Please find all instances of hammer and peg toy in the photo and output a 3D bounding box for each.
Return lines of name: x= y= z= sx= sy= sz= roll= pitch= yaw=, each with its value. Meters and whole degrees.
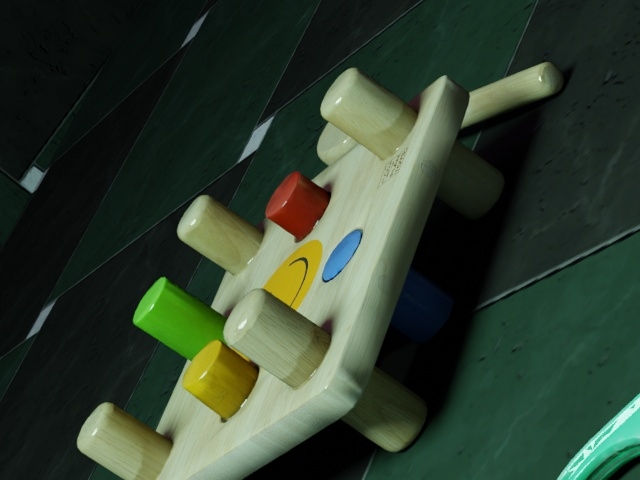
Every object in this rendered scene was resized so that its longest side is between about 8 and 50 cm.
hammer and peg toy: x=0.000 y=0.000 z=1.199 sx=0.266 sy=0.127 sz=0.361 roll=-37 pitch=24 yaw=48

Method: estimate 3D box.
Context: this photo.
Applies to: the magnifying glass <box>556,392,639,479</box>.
magnifying glass: x=0.158 y=0.064 z=0.799 sx=0.231 sy=0.026 sz=0.092 roll=-54 pitch=16 yaw=1
